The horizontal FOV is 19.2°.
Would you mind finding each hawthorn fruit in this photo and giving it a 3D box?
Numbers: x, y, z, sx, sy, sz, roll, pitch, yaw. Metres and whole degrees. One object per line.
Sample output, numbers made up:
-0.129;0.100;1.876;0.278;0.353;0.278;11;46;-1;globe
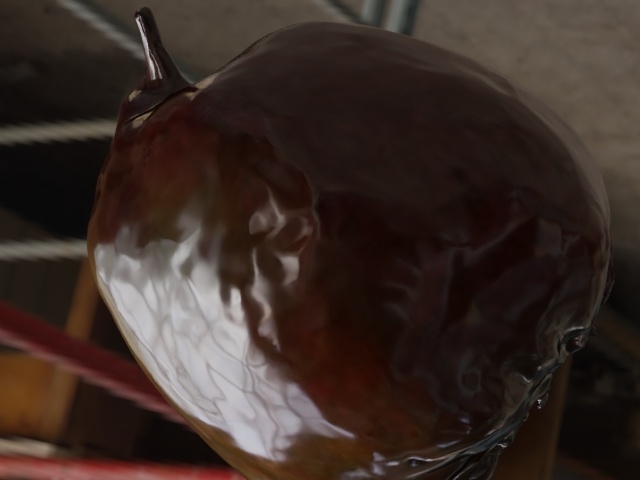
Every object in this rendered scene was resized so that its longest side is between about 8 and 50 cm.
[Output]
0.015;0.016;1.166;0.324;0.308;0.308;13;164;-4;hawthorn fruit
